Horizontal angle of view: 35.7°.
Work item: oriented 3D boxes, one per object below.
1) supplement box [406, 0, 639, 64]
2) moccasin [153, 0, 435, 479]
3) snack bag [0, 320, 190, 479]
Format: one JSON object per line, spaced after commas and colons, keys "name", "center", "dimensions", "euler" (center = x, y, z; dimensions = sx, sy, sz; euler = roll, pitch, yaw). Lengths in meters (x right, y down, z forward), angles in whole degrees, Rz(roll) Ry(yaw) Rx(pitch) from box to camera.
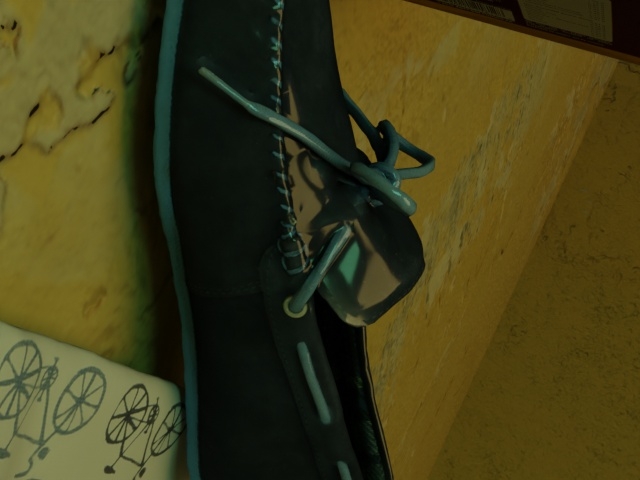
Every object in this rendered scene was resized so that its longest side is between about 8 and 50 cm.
{"name": "supplement box", "center": [0.094, -0.190, 0.487], "dimensions": [0.194, 0.191, 0.129], "euler": [8, 101, -73]}
{"name": "moccasin", "center": [0.000, 0.000, 0.491], "dimensions": [0.137, 0.117, 0.342], "euler": [-59, 152, -52]}
{"name": "snack bag", "center": [-0.149, 0.219, 0.463], "dimensions": [0.342, 0.037, 0.323], "euler": [-66, 163, -11]}
